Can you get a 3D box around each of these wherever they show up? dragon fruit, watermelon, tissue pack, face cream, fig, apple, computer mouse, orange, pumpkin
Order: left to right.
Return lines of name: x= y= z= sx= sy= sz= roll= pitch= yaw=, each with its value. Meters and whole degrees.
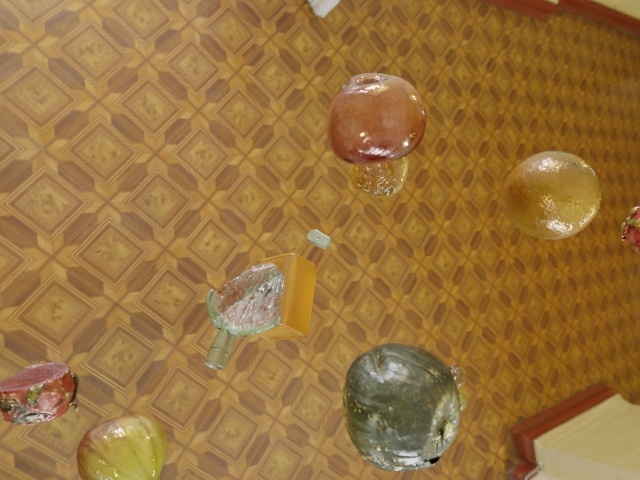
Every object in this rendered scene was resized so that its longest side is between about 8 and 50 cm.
dragon fruit: x=-0.837 y=0.462 z=1.361 sx=0.211 sy=0.282 sz=0.146 roll=-12 pitch=97 yaw=-31
fig: x=-0.324 y=0.393 z=0.818 sx=0.160 sy=0.231 sz=0.143 roll=25 pitch=68 yaw=-57
face cream: x=-0.350 y=0.334 z=1.782 sx=0.084 sy=0.137 sz=0.341 roll=17 pitch=57 yaw=2
watermelon: x=-0.117 y=0.092 z=0.783 sx=0.139 sy=0.071 sz=0.187 roll=-50 pitch=151 yaw=10
tissue pack: x=-0.141 y=0.204 z=1.634 sx=0.145 sy=0.195 sz=0.274 roll=33 pitch=54 yaw=-40
computer mouse: x=0.000 y=0.000 z=1.698 sx=0.055 sy=0.110 sz=0.032 roll=-55 pitch=147 yaw=-13
apple: x=0.102 y=-0.238 z=0.881 sx=0.201 sy=0.201 sz=0.162 roll=-24 pitch=116 yaw=-32
pumpkin: x=0.192 y=0.399 z=1.089 sx=0.328 sy=0.258 sz=0.291 roll=5 pitch=97 yaw=-53
orange: x=0.690 y=-0.136 z=1.370 sx=0.275 sy=0.274 sz=0.273 roll=5 pitch=81 yaw=-32
dragon fruit: x=0.756 y=-0.010 z=0.986 sx=0.150 sy=0.207 sz=0.133 roll=38 pitch=105 yaw=-14

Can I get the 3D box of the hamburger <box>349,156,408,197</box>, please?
hamburger: x=0.229 y=-0.273 z=1.780 sx=0.244 sy=0.245 sz=0.163 roll=52 pitch=24 yaw=-16

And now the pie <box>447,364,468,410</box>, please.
pie: x=0.330 y=0.649 z=1.686 sx=0.396 sy=0.418 sz=0.180 roll=-7 pitch=56 yaw=-47
